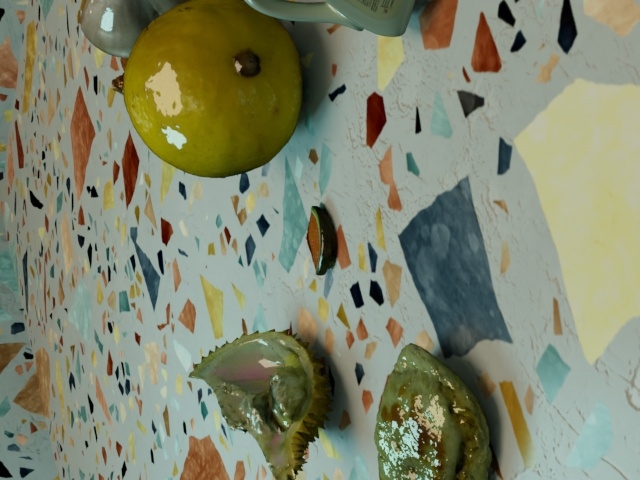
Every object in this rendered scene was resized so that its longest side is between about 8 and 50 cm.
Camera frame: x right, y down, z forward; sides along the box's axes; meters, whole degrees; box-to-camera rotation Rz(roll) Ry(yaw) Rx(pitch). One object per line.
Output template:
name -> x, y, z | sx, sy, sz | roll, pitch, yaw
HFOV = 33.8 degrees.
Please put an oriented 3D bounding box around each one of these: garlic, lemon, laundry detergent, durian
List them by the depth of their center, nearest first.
laundry detergent -> -0.010, -0.368, 1.293 | 0.105, 0.280, 0.215 | -89, 11, -55
durian -> -0.074, 0.244, 1.629 | 0.306, 0.166, 0.172 | 53, 136, 47
lemon -> -0.164, -0.235, 1.632 | 0.297, 0.297, 0.297 | 13, 105, 62
garlic -> -0.319, -0.461, 1.872 | 0.231, 0.246, 0.340 | -26, 40, 16

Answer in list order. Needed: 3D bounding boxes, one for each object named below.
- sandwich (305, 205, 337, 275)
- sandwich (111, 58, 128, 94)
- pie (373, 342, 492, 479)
sandwich -> 0.000, -0.004, 1.611 | 0.069, 0.026, 0.101 | 117, 144, -52
sandwich -> -0.283, -0.292, 1.964 | 0.109, 0.212, 0.292 | -56, 25, 27
pie -> 0.127, 0.254, 1.316 | 0.201, 0.089, 0.248 | 48, 138, 47
